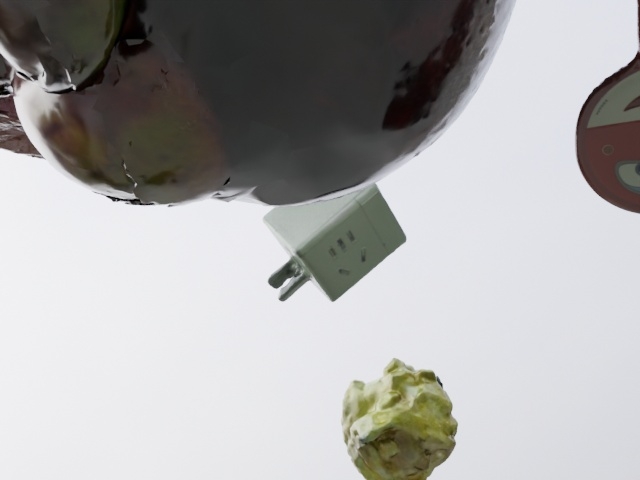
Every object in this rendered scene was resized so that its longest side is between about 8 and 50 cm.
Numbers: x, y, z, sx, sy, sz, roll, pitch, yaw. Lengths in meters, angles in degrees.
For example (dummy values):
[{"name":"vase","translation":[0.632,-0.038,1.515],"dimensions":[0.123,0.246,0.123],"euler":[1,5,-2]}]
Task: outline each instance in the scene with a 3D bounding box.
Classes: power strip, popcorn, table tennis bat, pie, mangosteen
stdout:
[{"name":"power strip","translation":[0.000,0.000,1.157],"dimensions":[0.224,0.139,0.140],"euler":[-39,-49,-7]},{"name":"popcorn","translation":[0.105,0.243,0.973],"dimensions":[0.142,0.173,0.173],"euler":[12,-49,-15]},{"name":"table tennis bat","translation":[0.205,-0.088,0.439],"dimensions":[0.098,0.019,0.154],"euler":[-2,-68,25]},{"name":"pie","translation":[-0.343,-0.135,0.859],"dimensions":[0.154,0.038,0.153],"euler":[-3,-16,-1]},{"name":"mangosteen","translation":[-0.076,-0.216,0.491],"dimensions":[0.422,0.381,0.381],"euler":[1,-45,-19]}]
